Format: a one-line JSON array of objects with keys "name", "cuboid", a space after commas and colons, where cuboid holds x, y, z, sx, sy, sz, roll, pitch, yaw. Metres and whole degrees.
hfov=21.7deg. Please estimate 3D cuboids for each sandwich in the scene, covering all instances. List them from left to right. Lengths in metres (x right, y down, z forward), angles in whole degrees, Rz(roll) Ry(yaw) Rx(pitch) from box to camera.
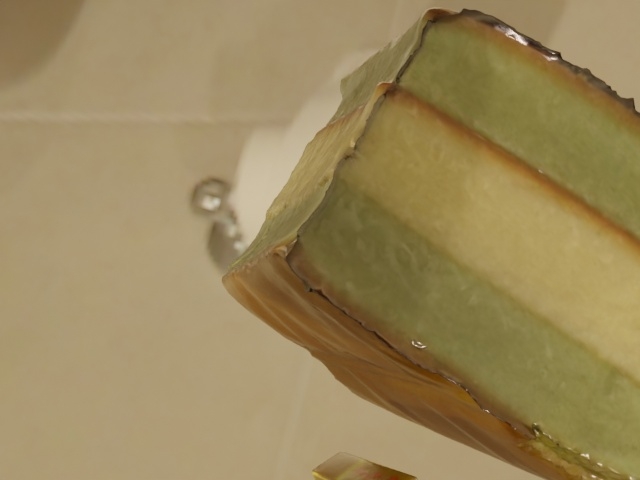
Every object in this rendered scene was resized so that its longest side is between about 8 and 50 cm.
[{"name": "sandwich", "cuboid": [0.089, 0.019, 0.811, 0.227, 0.155, 0.198, 35, 168, -7]}]

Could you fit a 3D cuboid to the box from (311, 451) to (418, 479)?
[{"name": "box", "cuboid": [0.053, 0.173, 0.776, 0.156, 0.022, 0.089, 63, 163, -13]}]
